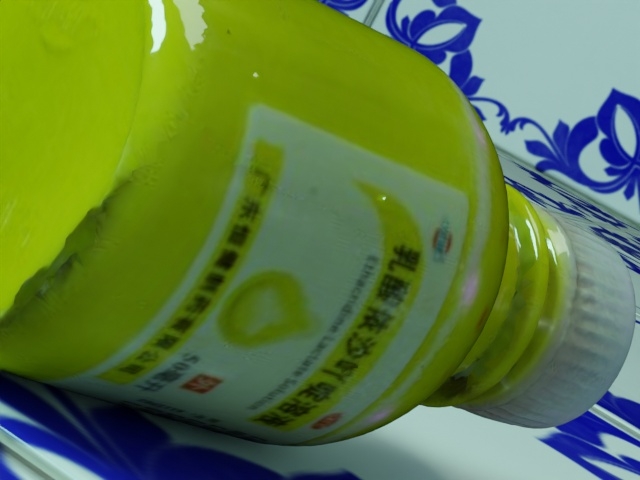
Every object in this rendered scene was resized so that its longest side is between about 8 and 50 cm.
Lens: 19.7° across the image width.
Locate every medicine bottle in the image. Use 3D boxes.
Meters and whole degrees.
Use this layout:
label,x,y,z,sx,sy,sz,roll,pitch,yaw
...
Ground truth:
label,x,y,z,sx,sy,sz,roll,pitch,yaw
medicine bottle,0.000,0.000,0.524,0.212,0.121,0.122,21,10,-39
